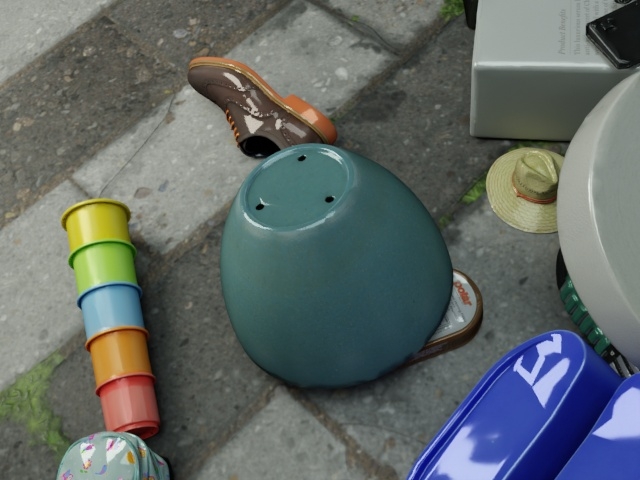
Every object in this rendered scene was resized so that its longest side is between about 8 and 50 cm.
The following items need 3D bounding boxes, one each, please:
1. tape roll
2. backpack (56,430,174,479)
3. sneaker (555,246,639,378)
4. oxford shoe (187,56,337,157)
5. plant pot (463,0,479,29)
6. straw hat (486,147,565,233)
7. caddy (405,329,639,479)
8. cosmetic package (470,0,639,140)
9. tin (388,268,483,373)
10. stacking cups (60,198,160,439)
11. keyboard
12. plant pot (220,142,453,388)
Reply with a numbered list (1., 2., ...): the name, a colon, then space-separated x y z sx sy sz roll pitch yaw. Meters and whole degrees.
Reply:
1. tape roll: 0.450 -0.016 0.838 0.392 0.072 0.392 4 75 -14
2. backpack: -0.229 0.306 0.832 0.152 0.115 0.182 -4 56 10
3. sneaker: 0.362 0.086 0.903 0.098 0.083 0.223 3 53 -22
4. oxford shoe: -0.110 -0.189 1.124 0.271 0.097 0.098 31 74 24
5. plant pot: 0.312 -0.466 1.175 0.188 0.167 0.187 -6 58 7
6. straw hat: 0.290 -0.085 1.011 0.144 0.061 0.144 -4 58 7
7. caddy: 0.238 0.257 0.726 0.341 0.179 0.241 -48 31 -10
8. cosmetic package: 0.442 -0.264 1.033 0.453 0.161 0.230 5 61 12
9. tin: 0.112 0.099 0.946 0.190 0.040 0.106 -21 62 -3
10. stacking cups: -0.269 0.104 0.979 0.096 0.096 0.316 -16 66 0
11. keyboard: 0.420 -0.284 0.943 0.180 0.023 0.108 -26 66 -6
12. plant pot: 0.000 0.000 0.898 0.290 0.195 0.290 -10 48 11
